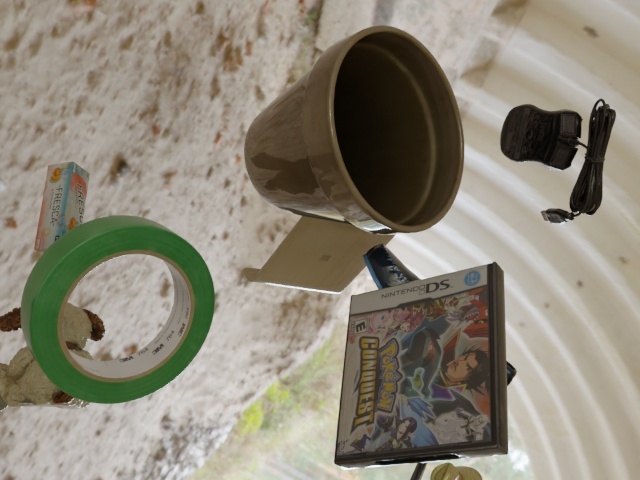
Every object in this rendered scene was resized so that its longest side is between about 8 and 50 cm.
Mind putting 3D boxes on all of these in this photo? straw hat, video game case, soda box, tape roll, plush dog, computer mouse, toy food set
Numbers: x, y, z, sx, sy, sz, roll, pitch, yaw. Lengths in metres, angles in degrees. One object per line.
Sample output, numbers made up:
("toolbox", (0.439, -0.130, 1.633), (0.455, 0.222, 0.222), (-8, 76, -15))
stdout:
("straw hat", (0.262, 0.501, 1.569), (0.144, 0.061, 0.144), (-25, -161, 9))
("video game case", (0.142, 0.177, 1.070), (0.248, 0.035, 0.275), (-16, -130, 31))
("soda box", (-0.501, -0.059, 1.464), (0.058, 0.063, 0.183), (47, 41, -62))
("tape roll", (-0.342, 0.119, 1.297), (0.077, 0.321, 0.321), (28, -91, 52))
("plush dog", (-0.569, 0.238, 1.599), (0.210, 0.262, 0.225), (-20, -114, 48))
("computer mouse", (0.364, -0.119, 1.162), (0.262, 0.060, 0.184), (-159, -104, -69))
("toy food set", (0.000, 0.000, 1.579), (0.306, 0.219, 0.092), (-51, -139, 39))

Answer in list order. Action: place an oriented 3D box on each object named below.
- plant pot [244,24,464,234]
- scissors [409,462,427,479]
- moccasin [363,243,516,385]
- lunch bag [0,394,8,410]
("plant pot", (0.030, -0.156, 1.240), (0.280, 0.323, 0.323), (-9, -140, 44))
("scissors", (0.121, 0.371, 1.043), (0.297, 0.021, 0.109), (-60, -174, -2))
("moccasin", (0.212, 0.131, 1.324), (0.117, 0.342, 0.138), (-38, -171, 13))
("lunch bag", (-0.645, 0.197, 1.103), (0.235, 0.287, 0.169), (-36, 140, -24))
